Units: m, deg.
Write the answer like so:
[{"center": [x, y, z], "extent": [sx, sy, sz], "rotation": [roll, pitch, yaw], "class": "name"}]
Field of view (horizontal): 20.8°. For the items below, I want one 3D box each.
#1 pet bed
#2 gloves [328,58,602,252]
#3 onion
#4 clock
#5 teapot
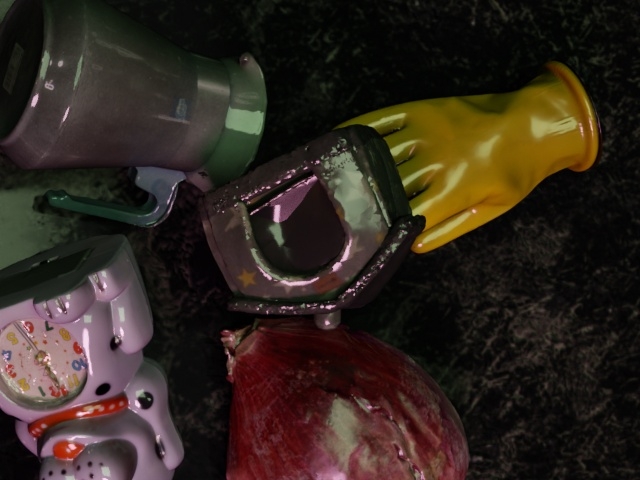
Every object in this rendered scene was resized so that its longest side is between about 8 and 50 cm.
[{"center": [0.000, 0.000, 1.594], "extent": [0.183, 0.211, 0.159], "rotation": [-25, 88, 8], "class": "pet bed"}, {"center": [0.128, -0.082, 1.757], "extent": [0.294, 0.116, 0.133], "rotation": [-21, 66, -16], "class": "gloves"}, {"center": [0.013, 0.183, 1.652], "extent": [0.283, 0.120, 0.227], "rotation": [46, 73, -12], "class": "onion"}, {"center": [-0.210, 0.143, 1.541], "extent": [0.189, 0.189, 0.254], "rotation": [-26, 103, -25], "class": "clock"}, {"center": [-0.181, -0.116, 1.583], "extent": [0.225, 0.171, 0.203], "rotation": [13, 111, -29], "class": "teapot"}]
